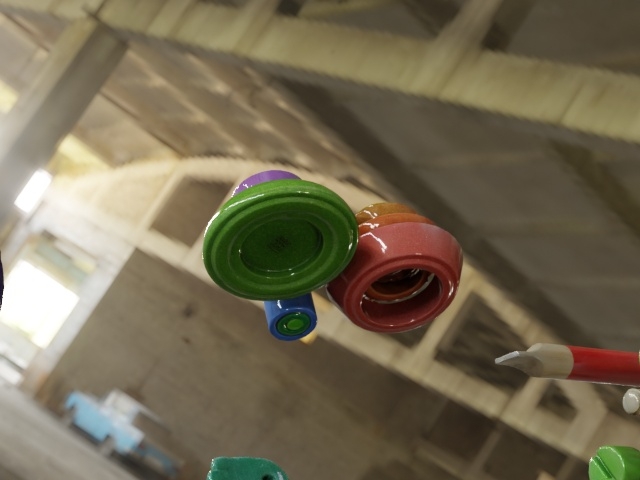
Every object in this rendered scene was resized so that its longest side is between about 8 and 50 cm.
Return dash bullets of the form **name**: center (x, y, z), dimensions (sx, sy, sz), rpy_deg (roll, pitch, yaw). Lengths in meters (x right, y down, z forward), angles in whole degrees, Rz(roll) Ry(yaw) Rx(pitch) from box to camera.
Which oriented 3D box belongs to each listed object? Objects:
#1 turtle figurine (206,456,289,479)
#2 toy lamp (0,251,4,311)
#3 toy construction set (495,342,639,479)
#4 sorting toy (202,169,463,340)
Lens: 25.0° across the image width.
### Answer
- **turtle figurine**: center (-0.078, 0.233, 0.866), dimensions (0.175, 0.118, 0.234), rpy_deg (44, -53, 4)
- **toy lamp**: center (-0.215, 0.035, 0.428), dimensions (0.080, 0.080, 0.274), rpy_deg (29, 26, 26)
- **toy construction set**: center (0.210, 0.109, 0.835), dimensions (0.237, 0.257, 0.309), rpy_deg (8, 1, -32)
- **sorting toy**: center (0.000, 0.000, 0.493), dimensions (0.102, 0.061, 0.042), rpy_deg (23, 35, -35)
